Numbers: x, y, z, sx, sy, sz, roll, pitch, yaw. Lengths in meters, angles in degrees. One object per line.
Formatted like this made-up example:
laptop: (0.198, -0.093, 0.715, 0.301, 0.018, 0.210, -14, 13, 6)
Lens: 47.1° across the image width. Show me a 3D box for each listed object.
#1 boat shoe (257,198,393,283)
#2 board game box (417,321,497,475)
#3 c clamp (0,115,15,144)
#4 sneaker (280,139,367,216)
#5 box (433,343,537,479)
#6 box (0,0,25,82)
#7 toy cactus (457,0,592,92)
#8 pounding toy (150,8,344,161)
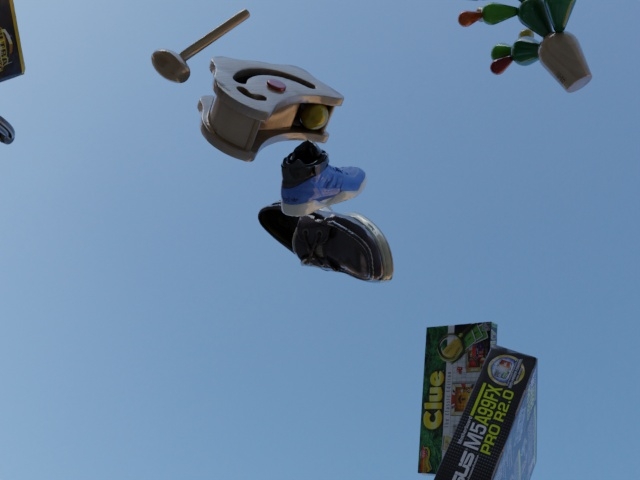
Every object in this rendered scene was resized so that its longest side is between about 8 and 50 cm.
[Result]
boat shoe: (0.000, 0.000, 1.082, 0.285, 0.092, 0.102, 34, -46, 52)
board game box: (0.236, 0.272, 1.262, 0.136, 0.259, 0.030, -14, -28, 42)
c clamp: (-0.408, -0.137, 0.818, 0.161, 0.137, 0.022, 12, -105, 13)
sneaker: (0.006, -0.094, 0.966, 0.058, 0.152, 0.084, 21, -56, 41)
box: (0.209, 0.294, 0.911, 0.060, 0.216, 0.270, 14, -36, 27)
box: (-0.505, -0.376, 0.908, 0.257, 0.079, 0.322, 21, -53, 26)
toy cactus: (0.265, -0.262, 0.892, 0.180, 0.112, 0.219, 65, -28, 19)
pounding toy: (-0.080, -0.209, 0.998, 0.154, 0.269, 0.155, 51, -50, 37)
